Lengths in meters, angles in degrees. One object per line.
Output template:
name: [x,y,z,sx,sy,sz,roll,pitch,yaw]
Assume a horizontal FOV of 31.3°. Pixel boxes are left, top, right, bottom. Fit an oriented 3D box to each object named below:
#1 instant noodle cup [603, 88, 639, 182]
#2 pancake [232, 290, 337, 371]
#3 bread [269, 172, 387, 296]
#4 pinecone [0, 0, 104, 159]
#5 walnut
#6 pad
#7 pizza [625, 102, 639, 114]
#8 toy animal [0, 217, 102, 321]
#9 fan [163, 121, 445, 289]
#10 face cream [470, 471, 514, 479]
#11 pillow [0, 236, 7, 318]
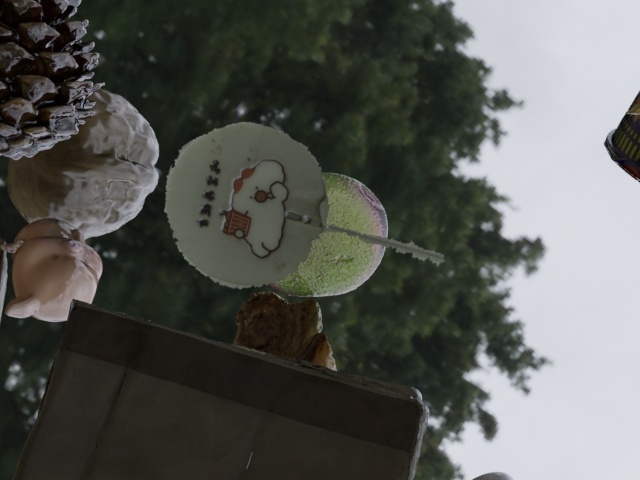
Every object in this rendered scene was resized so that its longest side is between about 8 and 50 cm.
instant noodle cup: [0.602,-0.232,1.670,0.284,0.284,0.312,-109,-147,-56]
pancake: [-0.078,0.205,1.827,0.212,0.056,0.257,19,-94,33]
bread: [0.000,0.000,1.806,0.228,0.228,0.033,-50,-153,14]
pinecone: [-0.327,-0.191,1.203,0.179,0.184,0.204,20,-61,56]
walnut: [-0.382,-0.124,1.805,0.248,0.248,0.248,-39,-147,31]
pad: [-0.063,0.142,0.674,0.022,0.233,0.174,92,14,-75]
pizza: [0.424,-0.172,1.393,0.108,0.123,0.026,-27,-103,6]
toy animal: [-0.236,0.027,1.016,0.150,0.083,0.089,-114,-159,-62]
fan: [-0.017,-0.022,1.291,0.009,0.329,0.191,-72,175,-81]
face cream: [0.253,0.403,1.655,0.117,0.117,0.104,-45,-133,22]
pillow: [-0.340,0.111,1.074,0.130,0.038,0.233,-23,-125,33]
